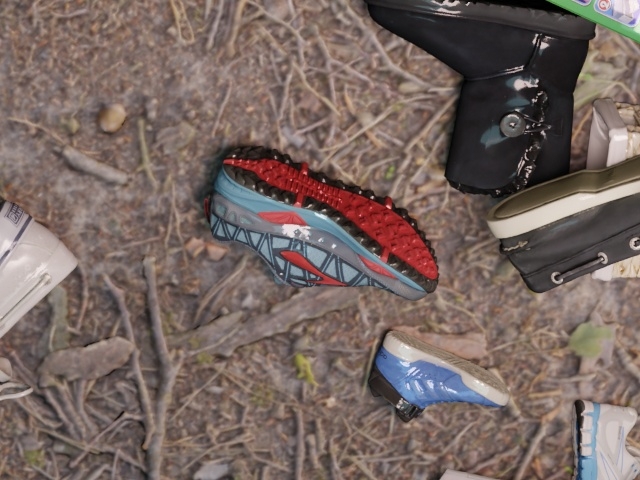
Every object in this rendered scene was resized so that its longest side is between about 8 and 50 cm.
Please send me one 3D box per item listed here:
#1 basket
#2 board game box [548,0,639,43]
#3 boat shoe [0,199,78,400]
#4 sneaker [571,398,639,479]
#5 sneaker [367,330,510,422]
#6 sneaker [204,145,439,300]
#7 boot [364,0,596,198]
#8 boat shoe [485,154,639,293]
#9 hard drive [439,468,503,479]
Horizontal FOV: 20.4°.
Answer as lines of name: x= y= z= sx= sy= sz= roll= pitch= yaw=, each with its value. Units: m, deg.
basket: x=0.331 y=-0.051 z=1.840 sx=0.103 sy=0.113 sz=0.167 roll=3 pitch=112 yaw=-3
board game box: x=0.328 y=-0.344 z=1.649 sx=0.214 sy=0.046 sz=0.317 roll=26 pitch=106 yaw=5
boat shoe: x=-0.388 y=0.137 z=1.949 sx=0.156 sy=0.136 sz=0.367 roll=36 pitch=99 yaw=-14
sneaker: x=0.323 y=0.268 z=1.990 sx=0.083 sy=0.071 sz=0.190 roll=-1 pitch=112 yaw=-3
sneaker: x=0.126 y=0.167 z=1.961 sx=0.152 sy=0.058 sz=0.084 roll=24 pitch=105 yaw=-2
sneaker: x=0.000 y=0.000 z=1.898 sx=0.262 sy=0.104 sz=0.125 roll=28 pitch=128 yaw=-4
boot: x=0.151 y=-0.150 z=1.816 sx=0.247 sy=0.094 sz=0.207 roll=8 pitch=108 yaw=-7
boat shoe: x=0.333 y=-0.024 z=1.709 sx=0.340 sy=0.127 sz=0.113 roll=-17 pitch=105 yaw=18
hard drive: x=0.282 y=0.373 z=1.977 sx=0.308 sy=0.040 sz=0.203 roll=9 pitch=121 yaw=23
